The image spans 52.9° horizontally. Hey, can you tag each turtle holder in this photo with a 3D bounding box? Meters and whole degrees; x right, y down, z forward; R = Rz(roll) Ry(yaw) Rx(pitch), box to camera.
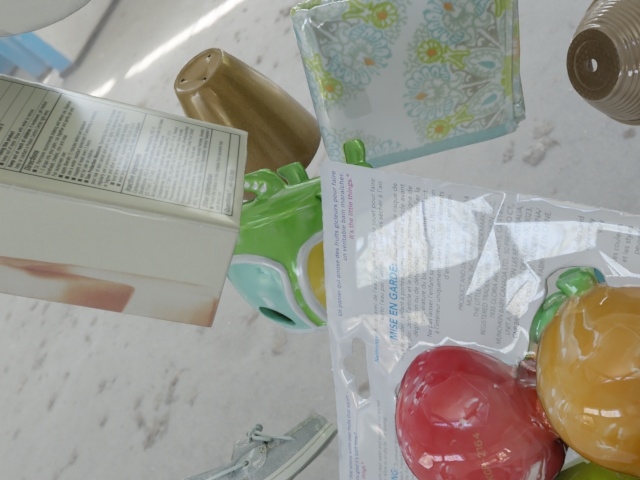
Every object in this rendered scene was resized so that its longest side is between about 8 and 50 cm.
[{"bbox_3d":[0.004,-0.003,0.878,0.320,0.227,0.243,-15,6,30],"label":"turtle holder"}]

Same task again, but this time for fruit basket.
[{"bbox_3d":[0.162,0.119,0.425,0.353,0.327,0.165,17,34,35],"label":"fruit basket"}]

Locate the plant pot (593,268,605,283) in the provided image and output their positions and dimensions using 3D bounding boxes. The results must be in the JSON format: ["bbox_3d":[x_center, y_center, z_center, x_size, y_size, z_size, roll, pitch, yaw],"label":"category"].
[{"bbox_3d":[0.643,0.117,1.088,0.271,0.272,0.255,-46,24,9],"label":"plant pot"}]

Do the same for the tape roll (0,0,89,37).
[{"bbox_3d":[-0.270,-0.285,0.472,0.246,0.246,0.169,-51,37,2],"label":"tape roll"}]

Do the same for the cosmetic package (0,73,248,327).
[{"bbox_3d":[-0.221,-0.039,0.549,0.153,0.296,0.129,-91,18,-48],"label":"cosmetic package"}]

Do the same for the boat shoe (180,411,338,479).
[{"bbox_3d":[-0.128,0.304,0.821,0.320,0.118,0.103,-31,76,0],"label":"boat shoe"}]

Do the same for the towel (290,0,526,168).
[{"bbox_3d":[0.165,-0.296,1.113,0.374,0.320,0.090,-14,38,3],"label":"towel"}]

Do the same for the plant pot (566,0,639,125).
[{"bbox_3d":[0.484,-0.296,1.044,0.110,0.237,0.237,-18,29,-19],"label":"plant pot"}]

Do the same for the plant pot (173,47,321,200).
[{"bbox_3d":[-0.164,-0.246,1.274,0.237,0.254,0.237,-20,48,24],"label":"plant pot"}]
